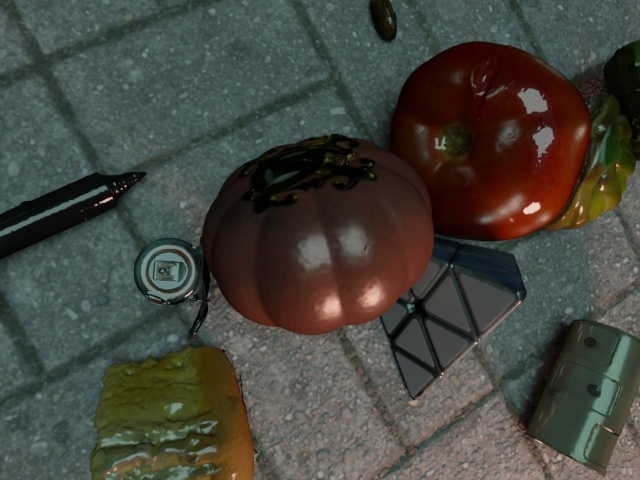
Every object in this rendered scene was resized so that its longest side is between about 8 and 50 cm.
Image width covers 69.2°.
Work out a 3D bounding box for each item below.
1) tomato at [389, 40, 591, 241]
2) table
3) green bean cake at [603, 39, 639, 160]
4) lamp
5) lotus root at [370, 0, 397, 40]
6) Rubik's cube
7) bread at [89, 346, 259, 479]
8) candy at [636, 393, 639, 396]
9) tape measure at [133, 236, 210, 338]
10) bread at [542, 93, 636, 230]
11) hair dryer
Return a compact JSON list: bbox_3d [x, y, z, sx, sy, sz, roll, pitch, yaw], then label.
[{"bbox_3d":[0.245,-0.140,0.703,0.226,0.298,0.299,-16,90,-48],"label":"tomato"},{"bbox_3d":[0.452,0.258,0.784,0.126,0.126,0.220,30,80,-10],"label":"table"},{"bbox_3d":[0.587,-0.246,0.811,0.113,0.214,0.201,-17,90,22],"label":"green bean cake"},{"bbox_3d":[0.000,0.000,0.618,0.305,0.305,0.240,-24,124,-15],"label":"lamp"},{"bbox_3d":[0.107,-0.385,0.793,0.030,0.037,0.083,-19,91,-11],"label":"lotus root"},{"bbox_3d":[0.197,0.083,0.727,0.228,0.229,0.233,-20,134,21],"label":"Rubik's cube"},{"bbox_3d":[-0.181,0.276,0.605,0.204,0.162,0.262,-8,79,-17],"label":"bread"},{"bbox_3d":[0.557,0.282,0.862,0.122,0.035,0.035,17,70,-22],"label":"candy"},{"bbox_3d":[-0.199,0.053,0.619,0.107,0.180,0.104,1,102,-15],"label":"tape measure"},{"bbox_3d":[0.468,-0.136,0.806,0.156,0.158,0.261,11,85,-16],"label":"bread"},{"bbox_3d":[-0.408,-0.033,0.618,0.352,0.107,0.189,-32,92,-22],"label":"hair dryer"}]
